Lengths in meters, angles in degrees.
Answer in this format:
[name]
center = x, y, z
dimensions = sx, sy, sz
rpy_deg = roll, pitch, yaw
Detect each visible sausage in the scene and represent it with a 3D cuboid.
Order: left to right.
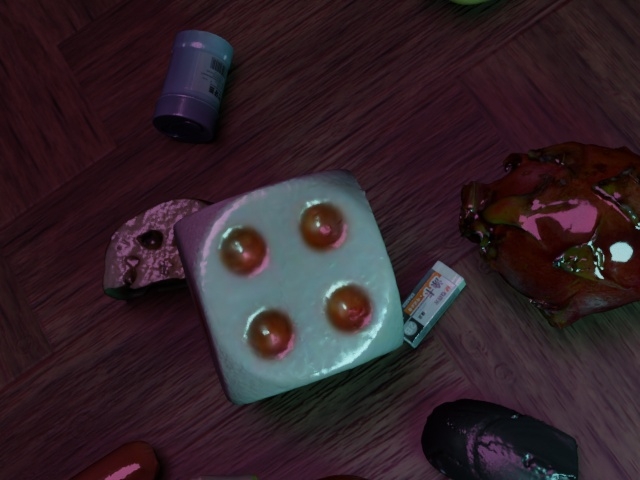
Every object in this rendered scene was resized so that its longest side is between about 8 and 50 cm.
[sausage]
center = -0.316, 0.356, 1.625
dimensions = 0.194, 0.077, 0.077
rpy_deg = -34, 64, 1

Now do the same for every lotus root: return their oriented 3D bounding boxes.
[lotus root]
center = -0.215, 0.013, 1.706
dimensions = 0.234, 0.119, 0.138
rpy_deg = -17, 71, 10

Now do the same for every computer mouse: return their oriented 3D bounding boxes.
[computer mouse]
center = 0.232, 0.279, 1.499
dimensions = 0.217, 0.073, 0.122
rpy_deg = 21, 76, 21

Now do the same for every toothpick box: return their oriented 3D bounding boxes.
[toothpick box]
center = -0.202, -0.245, 1.815
dimensions = 0.101, 0.101, 0.153
rpy_deg = 6, 70, 18

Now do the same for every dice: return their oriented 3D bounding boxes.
[dice]
center = -0.042, 0.063, 1.519
dimensions = 0.251, 0.243, 0.259
rpy_deg = -18, 89, -10

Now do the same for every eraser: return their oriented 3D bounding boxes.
[eraser]
center = 0.150, 0.091, 1.621
dimensions = 0.052, 0.029, 0.122
rpy_deg = 37, 83, 25

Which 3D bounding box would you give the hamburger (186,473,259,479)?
[hamburger]
center = -0.106, 0.441, 1.447
dimensions = 0.151, 0.227, 0.295
rpy_deg = -14, 62, -3

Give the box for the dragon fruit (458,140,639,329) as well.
[dragon fruit]
center = 0.343, -0.012, 1.503
dimensions = 0.314, 0.250, 0.250
rpy_deg = -9, 66, -4

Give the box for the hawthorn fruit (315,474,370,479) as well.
[hawthorn fruit]
center = 0.033, 0.382, 1.464
dimensions = 0.172, 0.173, 0.173
rpy_deg = -6, 68, 14

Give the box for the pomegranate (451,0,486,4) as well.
[pomegranate]
center = 0.219, -0.450, 1.737
dimensions = 0.196, 0.196, 0.196
rpy_deg = -6, 68, 14
